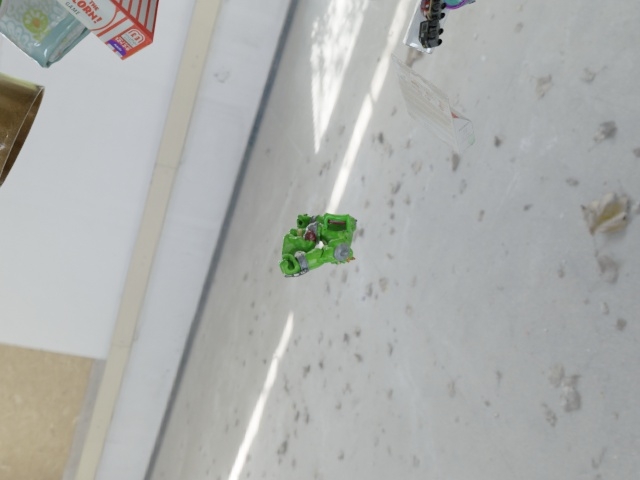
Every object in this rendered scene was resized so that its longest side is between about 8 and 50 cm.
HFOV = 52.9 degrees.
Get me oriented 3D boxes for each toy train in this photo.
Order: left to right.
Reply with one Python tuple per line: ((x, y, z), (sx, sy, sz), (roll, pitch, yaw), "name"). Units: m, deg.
((0.163, -0.339, 0.935), (0.036, 0.027, 0.158), (-7, 57, 31), "toy train")

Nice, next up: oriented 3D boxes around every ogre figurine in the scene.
((0.000, 0.000, 1.124), (0.197, 0.118, 0.097), (-30, -67, -76), "ogre figurine")

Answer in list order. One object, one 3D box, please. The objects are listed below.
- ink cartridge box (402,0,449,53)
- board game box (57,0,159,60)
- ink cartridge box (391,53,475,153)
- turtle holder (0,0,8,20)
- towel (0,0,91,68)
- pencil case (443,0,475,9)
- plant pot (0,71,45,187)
((0.224, -0.461, 1.364), (0.150, 0.063, 0.109), (-74, 4, -70), "ink cartridge box")
((-0.224, -0.300, 0.642), (0.045, 0.147, 0.193), (-20, 53, 24), "board game box")
((0.248, -0.308, 1.407), (0.056, 0.224, 0.181), (-41, 60, -5), "ink cartridge box")
((-0.518, -0.406, 0.841), (0.320, 0.227, 0.243), (-64, -21, 8), "turtle holder")
((-0.518, -0.561, 1.219), (0.374, 0.320, 0.090), (-51, 9, -15), "towel")
((0.251, -0.450, 1.143), (0.070, 0.064, 0.152), (-13, 17, 31), "pencil case")
((-0.717, -0.254, 1.266), (0.237, 0.254, 0.237), (-48, 29, 37), "plant pot")
